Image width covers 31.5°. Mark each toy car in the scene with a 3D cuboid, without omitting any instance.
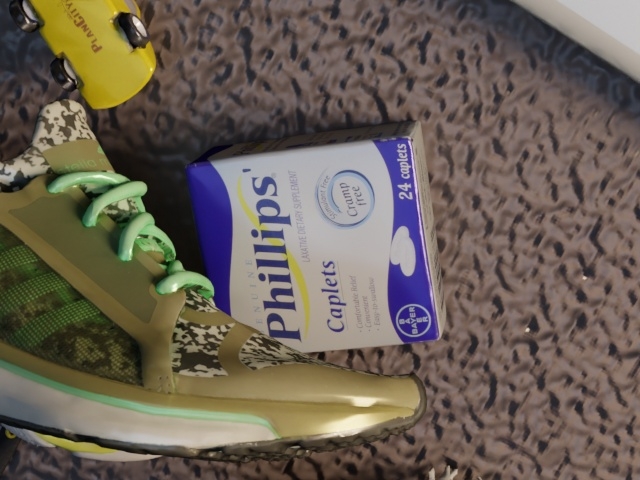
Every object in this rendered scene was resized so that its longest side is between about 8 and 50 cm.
[{"bbox_3d":[-0.203,-0.203,0.677,0.225,0.053,0.239,3,105,8],"label":"toy car"}]

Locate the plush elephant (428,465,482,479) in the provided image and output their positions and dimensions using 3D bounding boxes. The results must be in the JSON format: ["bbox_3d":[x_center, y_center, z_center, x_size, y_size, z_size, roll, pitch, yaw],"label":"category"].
[{"bbox_3d":[-0.027,0.285,0.674,0.272,0.330,0.255,40,120,23],"label":"plush elephant"}]

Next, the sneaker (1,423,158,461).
[{"bbox_3d":[-0.185,0.047,0.722,0.240,0.091,0.126,22,107,3],"label":"sneaker"}]

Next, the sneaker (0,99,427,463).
[{"bbox_3d":[-0.135,0.011,0.618,0.410,0.158,0.182,14,82,4],"label":"sneaker"}]

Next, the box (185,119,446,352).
[{"bbox_3d":[0.000,0.000,0.690,0.137,0.072,0.126,-7,103,11],"label":"box"}]

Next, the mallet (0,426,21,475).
[{"bbox_3d":[-0.262,0.191,0.804,0.062,0.039,0.190,25,103,-2],"label":"mallet"}]

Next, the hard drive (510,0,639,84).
[{"bbox_3d":[0.270,-0.151,0.625,0.307,0.040,0.203,32,107,-1],"label":"hard drive"}]
